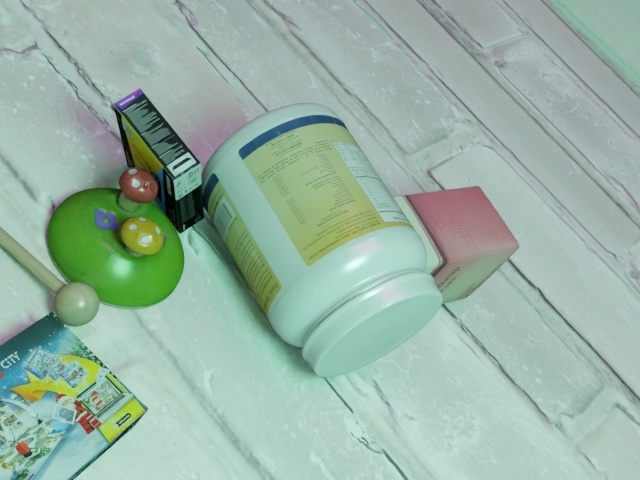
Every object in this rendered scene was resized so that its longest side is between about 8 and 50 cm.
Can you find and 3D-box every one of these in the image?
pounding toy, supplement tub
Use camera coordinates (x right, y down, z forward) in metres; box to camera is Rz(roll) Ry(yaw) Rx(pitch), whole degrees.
[{"bbox_3d":[-0.255,-0.011,1.271,0.183,0.110,0.237,49,39,12],"label":"pounding toy"},{"bbox_3d":[0.000,0.000,1.369,0.228,0.228,0.316,-9,59,-43],"label":"supplement tub"}]

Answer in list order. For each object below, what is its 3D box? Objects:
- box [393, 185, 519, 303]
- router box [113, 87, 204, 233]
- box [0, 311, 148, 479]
[{"bbox_3d":[0.159,0.016,1.544,0.232,0.148,0.127,-10,60,-43],"label":"box"},{"bbox_3d":[-0.210,-0.100,1.346,0.046,0.179,0.133,-35,75,-17],"label":"router box"},{"bbox_3d":[-0.314,0.193,1.077,0.159,0.044,0.233,44,39,6],"label":"box"}]
